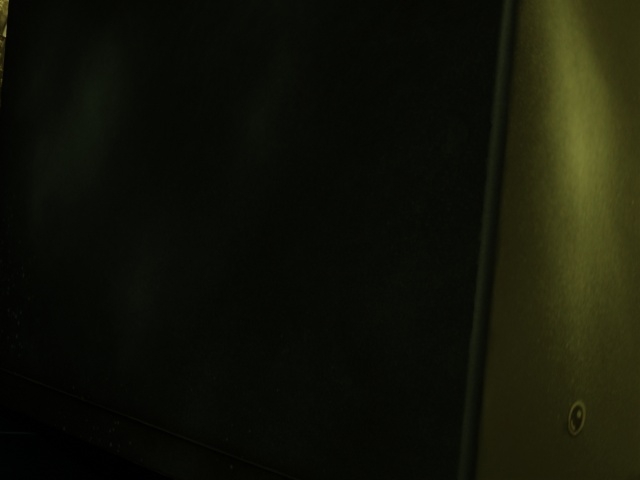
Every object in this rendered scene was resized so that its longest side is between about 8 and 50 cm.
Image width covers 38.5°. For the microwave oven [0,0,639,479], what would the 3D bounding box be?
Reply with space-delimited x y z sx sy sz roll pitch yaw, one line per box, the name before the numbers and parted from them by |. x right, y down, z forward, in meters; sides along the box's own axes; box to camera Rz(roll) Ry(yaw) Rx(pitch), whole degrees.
microwave oven | -0.005 -0.026 0.586 0.432 0.374 0.236 7 3 44
